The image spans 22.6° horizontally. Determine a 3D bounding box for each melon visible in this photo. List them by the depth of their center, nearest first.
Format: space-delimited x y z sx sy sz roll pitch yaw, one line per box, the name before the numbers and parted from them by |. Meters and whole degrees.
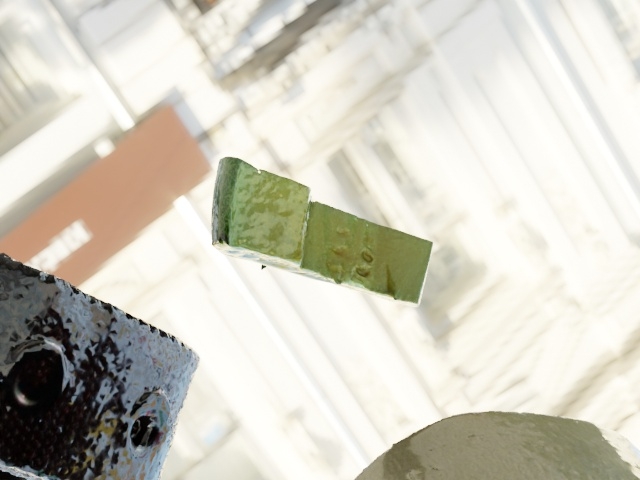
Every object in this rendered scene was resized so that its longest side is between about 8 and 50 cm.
melon | 0.000 0.000 1.129 0.118 0.209 0.064 2 -105 61

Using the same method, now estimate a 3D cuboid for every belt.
belt | -0.208 0.092 1.003 0.184 0.289 0.164 9 -105 40

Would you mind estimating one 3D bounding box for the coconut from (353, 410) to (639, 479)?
coconut | 0.109 0.227 0.901 0.245 0.245 0.247 -32 -165 5
